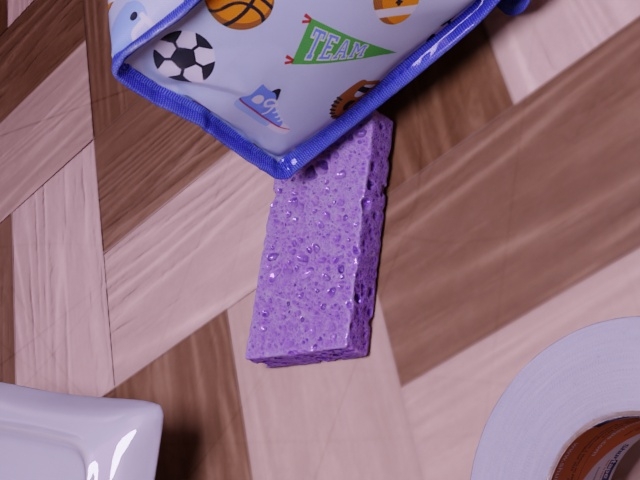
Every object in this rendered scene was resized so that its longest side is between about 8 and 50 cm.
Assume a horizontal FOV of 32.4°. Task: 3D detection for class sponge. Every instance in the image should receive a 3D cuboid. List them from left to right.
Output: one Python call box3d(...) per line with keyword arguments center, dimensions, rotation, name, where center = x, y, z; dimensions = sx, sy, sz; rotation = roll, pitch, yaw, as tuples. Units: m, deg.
box3d(center=(0.000, 0.000, 0.935), dimensions=(0.117, 0.031, 0.210), rotation=(-11, 63, 43), name="sponge")

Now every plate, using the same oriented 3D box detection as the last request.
box3d(center=(-0.259, 0.268, 0.965), dimensions=(0.278, 0.045, 0.277), rotation=(-1, 79, 42), name="plate")

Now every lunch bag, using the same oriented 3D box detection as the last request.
box3d(center=(0.020, -0.296, 0.902), dimensions=(0.385, 0.239, 0.327), rotation=(-39, 45, 24), name="lunch bag")

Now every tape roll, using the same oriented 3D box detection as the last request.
box3d(center=(0.190, 0.154, 0.610), dimensions=(0.219, 0.072, 0.219), rotation=(-13, 70, 41), name="tape roll")
